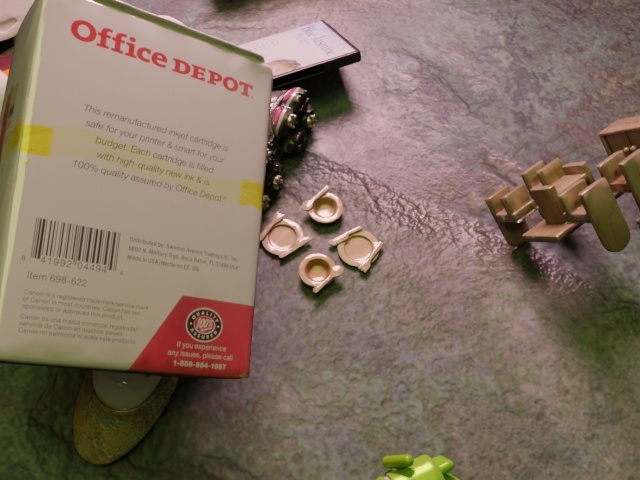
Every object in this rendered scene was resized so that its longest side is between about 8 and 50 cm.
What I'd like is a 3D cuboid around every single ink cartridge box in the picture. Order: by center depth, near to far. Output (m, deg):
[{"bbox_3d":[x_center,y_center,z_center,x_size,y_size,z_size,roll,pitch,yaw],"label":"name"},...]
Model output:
[{"bbox_3d":[-0.219,-0.046,0.799,0.279,0.160,0.385,13,75,-34],"label":"ink cartridge box"},{"bbox_3d":[-0.583,-0.425,1.229,0.160,0.093,0.219,-30,40,-16],"label":"ink cartridge box"}]

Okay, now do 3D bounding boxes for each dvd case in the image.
[{"bbox_3d":[-0.078,-0.308,1.196,0.252,0.022,0.180,-20,38,-11],"label":"dvd case"}]

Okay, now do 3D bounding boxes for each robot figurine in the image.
[{"bbox_3d":[0.111,0.304,0.849,0.115,0.067,0.101,-22,92,-13],"label":"robot figurine"}]

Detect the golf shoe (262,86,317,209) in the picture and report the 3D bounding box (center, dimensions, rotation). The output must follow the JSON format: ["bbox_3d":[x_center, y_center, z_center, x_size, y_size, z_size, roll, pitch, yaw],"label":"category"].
[{"bbox_3d":[-0.111,-0.135,1.104,0.120,0.105,0.273,13,53,26],"label":"golf shoe"}]

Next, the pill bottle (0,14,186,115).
[{"bbox_3d":[-0.345,-0.157,0.965,0.224,0.224,0.392,41,51,22],"label":"pill bottle"}]

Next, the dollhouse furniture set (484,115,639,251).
[{"bbox_3d":[0.403,-0.048,0.983,0.242,0.212,0.161,-34,102,-16],"label":"dollhouse furniture set"}]

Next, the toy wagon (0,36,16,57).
[{"bbox_3d":[-0.491,-0.241,1.177,0.344,0.068,0.267,-1,60,1],"label":"toy wagon"}]

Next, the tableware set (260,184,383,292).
[{"bbox_3d":[0.000,0.000,1.055,0.141,0.020,0.169,-36,65,-19],"label":"tableware set"}]

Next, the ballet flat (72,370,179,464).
[{"bbox_3d":[-0.221,0.123,0.932,0.123,0.123,0.349,25,63,15],"label":"ballet flat"}]
